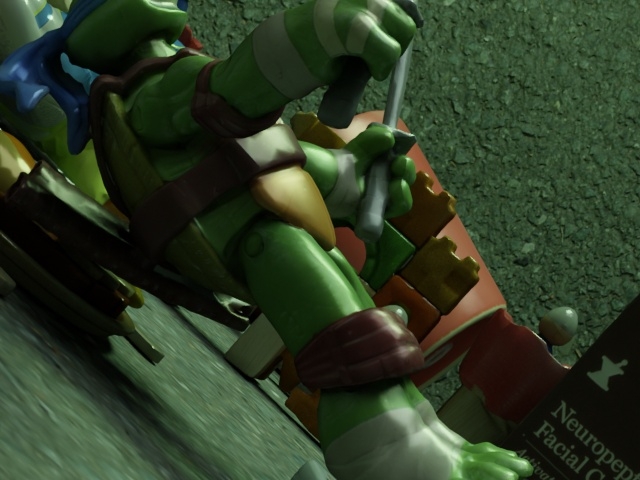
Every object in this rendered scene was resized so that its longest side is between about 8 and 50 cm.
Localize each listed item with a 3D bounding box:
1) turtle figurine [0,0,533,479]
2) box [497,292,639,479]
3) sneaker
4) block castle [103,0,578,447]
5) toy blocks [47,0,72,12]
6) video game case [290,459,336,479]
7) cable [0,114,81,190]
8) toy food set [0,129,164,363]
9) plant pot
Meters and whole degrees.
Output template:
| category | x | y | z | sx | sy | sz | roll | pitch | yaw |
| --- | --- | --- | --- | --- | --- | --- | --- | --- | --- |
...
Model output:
| category | x | y | z | sx | sy | sz | roll | pitch | yaw |
| --- | --- | --- | --- | --- | --- | --- | --- | --- | --- |
| turtle figurine | 0.028 | -0.027 | 0.600 | 0.266 | 0.275 | 0.198 | 65 | -30 | 6 |
| box | 0.261 | 0.120 | 0.882 | 0.191 | 0.381 | 0.143 | 42 | 0 | 24 |
| sneaker | -0.149 | -0.116 | 0.885 | 0.091 | 0.126 | 0.240 | 39 | -19 | 17 |
| block castle | 0.000 | 0.000 | 1.113 | 0.453 | 0.213 | 0.303 | 42 | -1 | 9 |
| toy blocks | -0.283 | -0.303 | 0.891 | 0.260 | 0.288 | 0.309 | 17 | -26 | 14 |
| video game case | 0.065 | 0.180 | 0.624 | 0.173 | 0.022 | 0.190 | 42 | -1 | -10 |
| cable | -0.201 | -0.098 | 0.755 | 0.287 | 0.072 | 0.139 | 42 | -5 | -20 |
| toy food set | -0.128 | -0.008 | 0.646 | 0.132 | 0.038 | 0.192 | 42 | -1 | 18 |
| plant pot | 0.051 | 0.037 | 1.516 | 0.243 | 0.275 | 0.275 | 52 | 2 | 16 |
